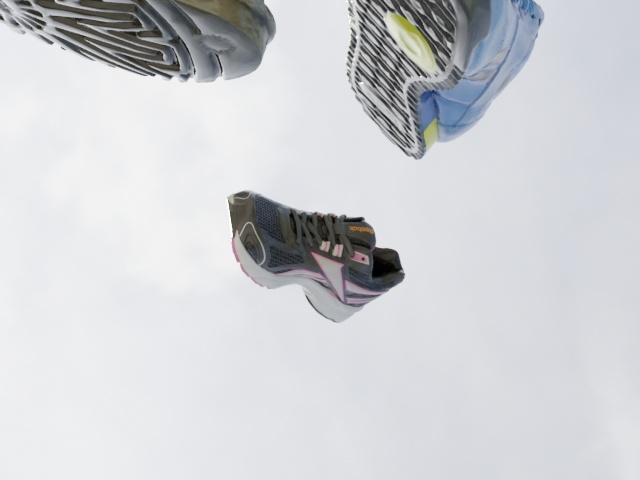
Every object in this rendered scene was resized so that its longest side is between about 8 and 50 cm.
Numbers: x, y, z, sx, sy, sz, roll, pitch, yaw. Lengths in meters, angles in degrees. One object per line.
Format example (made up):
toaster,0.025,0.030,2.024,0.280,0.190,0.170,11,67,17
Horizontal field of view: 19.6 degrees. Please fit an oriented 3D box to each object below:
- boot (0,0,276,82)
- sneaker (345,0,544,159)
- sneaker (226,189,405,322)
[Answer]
boot,-0.061,-0.167,0.605,0.189,0.076,0.208,20,-108,23
sneaker,0.061,-0.101,0.810,0.082,0.209,0.069,-38,-99,-9
sneaker,0.000,0.000,1.393,0.077,0.178,0.072,-25,-119,26
